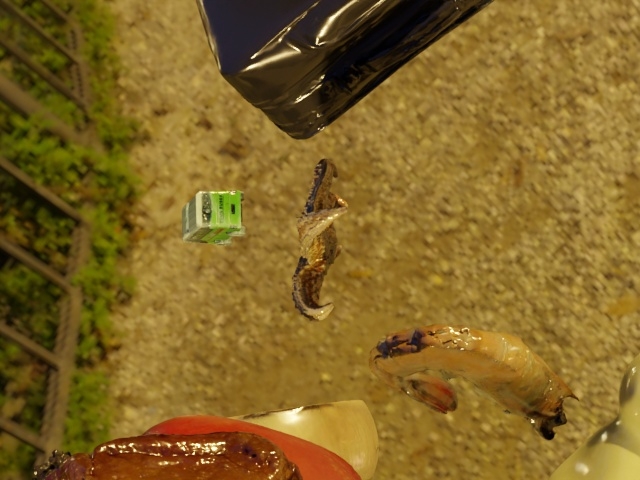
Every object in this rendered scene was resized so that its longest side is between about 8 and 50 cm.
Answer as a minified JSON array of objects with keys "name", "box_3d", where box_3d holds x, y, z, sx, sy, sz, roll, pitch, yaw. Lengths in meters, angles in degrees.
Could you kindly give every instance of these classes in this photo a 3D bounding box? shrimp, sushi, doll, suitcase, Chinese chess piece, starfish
[{"name":"shrimp","box_3d":[0.143,0.139,1.202,0.173,0.253,0.058,-8,60,28]},{"name":"sushi","box_3d":[-0.068,0.114,0.558,0.052,0.120,0.055,-118,30,-50]},{"name":"doll","box_3d":[0.330,0.224,1.301,0.296,0.117,0.141,-58,5,15]},{"name":"suitcase","box_3d":[0.036,-0.300,1.308,0.345,0.188,0.339,-35,39,15]},{"name":"Chinese chess piece","box_3d":[-0.058,0.243,1.402,0.251,0.251,0.097,-16,79,34]},{"name":"starfish","box_3d":[-0.002,0.001,1.480,0.071,0.216,0.238,0,53,2]}]

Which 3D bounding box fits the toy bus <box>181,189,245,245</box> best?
[{"name":"toy bus","box_3d":[-0.074,-0.015,0.853,0.083,0.037,0.031,153,115,-73]}]

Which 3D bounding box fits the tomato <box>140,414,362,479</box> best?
[{"name":"tomato","box_3d":[-0.025,0.214,0.838,0.140,0.233,0.200,-24,4,-15]}]

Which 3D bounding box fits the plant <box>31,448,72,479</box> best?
[{"name":"plant","box_3d":[-0.308,0.322,1.517,0.085,0.174,0.087,-8,36,-15]}]
